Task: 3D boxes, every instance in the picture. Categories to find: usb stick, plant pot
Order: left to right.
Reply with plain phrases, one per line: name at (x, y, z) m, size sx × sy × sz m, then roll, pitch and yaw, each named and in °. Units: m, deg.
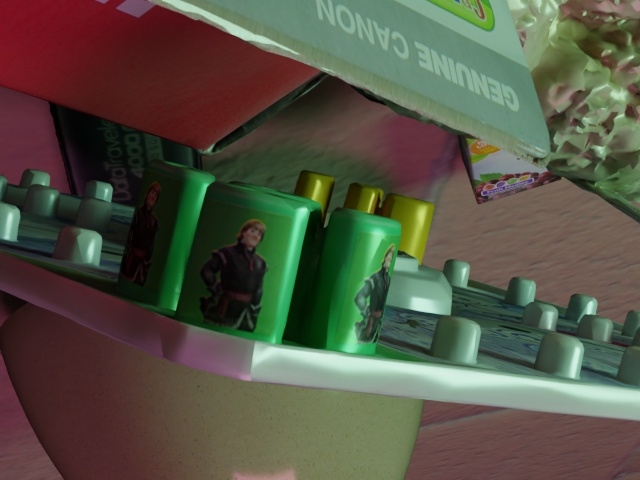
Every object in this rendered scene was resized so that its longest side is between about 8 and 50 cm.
usb stick at (-0.103, -0.060, 0.843) m, size 0.077 × 0.045 × 0.278 m, roll -7°, pitch 155°, yaw -5°
plant pot at (-0.049, 0.119, 1.023) m, size 0.284 × 0.191 × 0.284 m, roll -15°, pitch 166°, yaw -4°

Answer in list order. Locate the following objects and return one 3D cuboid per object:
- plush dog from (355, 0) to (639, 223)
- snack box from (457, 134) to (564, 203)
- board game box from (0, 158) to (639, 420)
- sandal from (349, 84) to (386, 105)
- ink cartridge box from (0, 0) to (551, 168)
plush dog at (0.137, -0.136, 0.599) m, size 0.225 × 0.210 × 0.262 m, roll -61°, pitch -177°, yaw 16°
snack box at (0.156, -0.076, 0.978) m, size 0.141 × 0.037 × 0.100 m, roll -17°, pitch 155°, yaw 3°
board game box at (0.000, 0.000, 0.650) m, size 0.390 × 0.050 × 0.390 m, roll 11°, pitch -176°, yaw -41°
sandal at (0.052, -0.099, 0.841) m, size 0.254 × 0.054 × 0.097 m, roll 6°, pitch 148°, yaw -40°
ink cartridge box at (-0.101, -0.137, 0.396) m, size 0.130 × 0.272 × 0.309 m, roll -31°, pitch 152°, yaw 30°
